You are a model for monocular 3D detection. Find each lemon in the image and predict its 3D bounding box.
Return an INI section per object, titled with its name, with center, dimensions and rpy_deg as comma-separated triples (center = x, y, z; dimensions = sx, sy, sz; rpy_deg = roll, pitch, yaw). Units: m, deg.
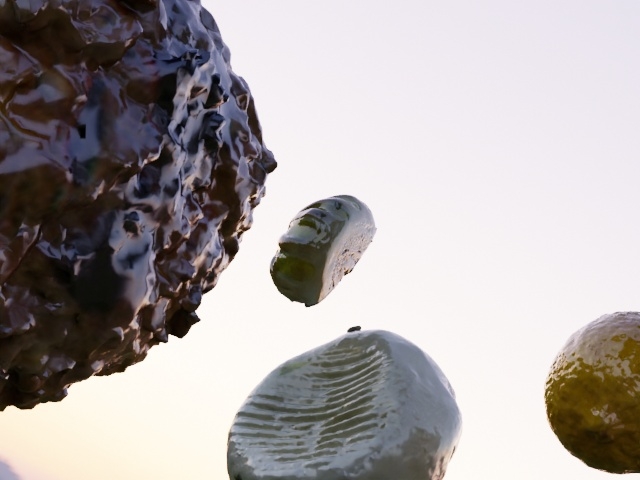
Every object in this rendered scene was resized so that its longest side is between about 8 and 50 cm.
[lemon]
center = 0.277, 0.132, 1.235
dimensions = 0.142, 0.142, 0.187
rpy_deg = 15, 19, 33

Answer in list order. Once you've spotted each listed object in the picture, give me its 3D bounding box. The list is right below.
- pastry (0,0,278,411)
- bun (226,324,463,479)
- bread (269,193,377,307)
[pastry]
center = -0.201, -0.073, 0.972
dimensions = 0.292, 0.405, 0.337
rpy_deg = 0, -4, 38
[bun]
center = 0.039, 0.218, 1.489
dimensions = 0.259, 0.259, 0.160
rpy_deg = 9, -41, 45
[bread]
center = 0.000, 0.000, 1.521
dimensions = 0.083, 0.157, 0.094
rpy_deg = 30, -26, 13
